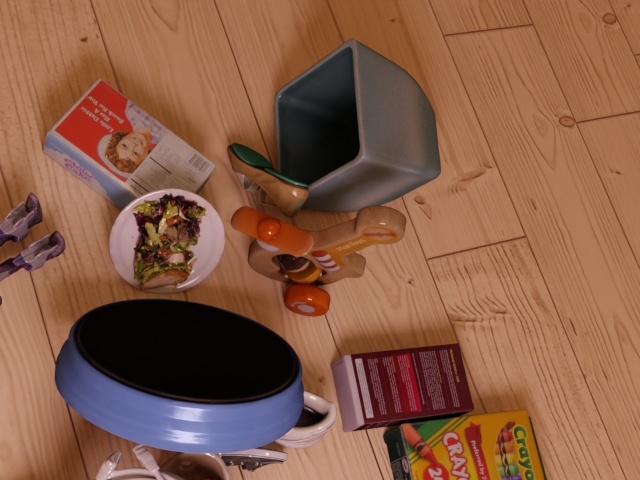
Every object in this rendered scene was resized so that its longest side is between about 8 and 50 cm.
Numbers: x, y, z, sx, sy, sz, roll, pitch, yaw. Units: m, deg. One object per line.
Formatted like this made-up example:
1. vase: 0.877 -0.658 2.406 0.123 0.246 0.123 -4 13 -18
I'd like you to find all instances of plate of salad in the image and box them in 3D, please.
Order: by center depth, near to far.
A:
1. plate of salad: -0.260 0.007 1.870 0.200 0.200 0.048 9 22 -20

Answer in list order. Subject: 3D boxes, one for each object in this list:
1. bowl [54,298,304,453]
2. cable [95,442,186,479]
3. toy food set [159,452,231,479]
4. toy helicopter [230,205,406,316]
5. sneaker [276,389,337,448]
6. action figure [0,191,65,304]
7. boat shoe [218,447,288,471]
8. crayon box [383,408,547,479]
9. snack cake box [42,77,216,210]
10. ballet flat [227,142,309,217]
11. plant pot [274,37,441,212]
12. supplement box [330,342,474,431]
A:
1. bowl: -0.213 0.196 1.708 0.391 0.391 0.077 6 110 -21
2. cable: -0.254 0.451 1.534 0.257 0.089 0.257 40 85 16
3. toy food set: -0.185 0.479 1.663 0.092 0.220 0.306 -9 72 -23
4. toy helicopter: 0.000 0.000 1.870 0.235 0.355 0.140 28 59 -30
5. sneaker: -0.116 0.270 1.823 0.305 0.152 0.114 10 67 -18
6. action figure: -0.557 0.047 1.765 0.285 0.099 0.185 -39 92 -28
7. boat shoe: -0.125 0.368 1.842 0.142 0.049 0.040 8 84 -18
8. crayon box: 0.289 0.418 1.973 0.318 0.081 0.202 -3 69 -25
9. snack cake box: -0.339 -0.145 1.944 0.264 0.089 0.152 38 61 -4
10. ballet flat: -0.110 -0.110 1.999 0.080 0.232 0.073 10 107 -41
11. plant pot: 0.088 -0.190 2.065 0.252 0.247 0.247 13 62 -36
12. supplement box: 0.149 0.266 1.983 0.239 0.073 0.130 -3 70 -23
